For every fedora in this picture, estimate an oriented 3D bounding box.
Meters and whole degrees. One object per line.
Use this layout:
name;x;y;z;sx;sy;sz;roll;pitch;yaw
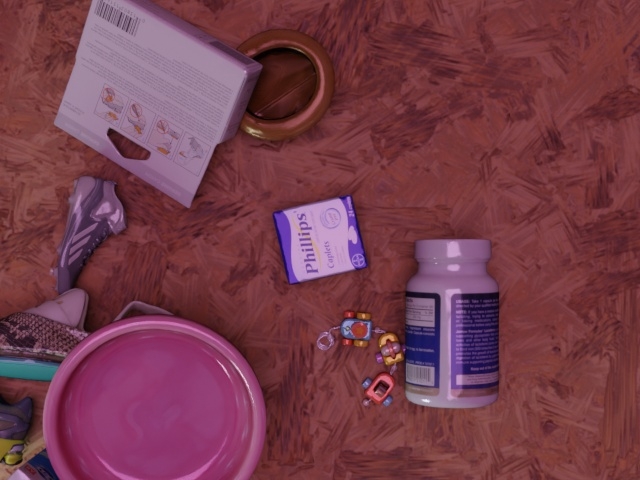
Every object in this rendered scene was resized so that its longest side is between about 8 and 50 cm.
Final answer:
fedora;-0.067;-0.256;1.597;0.194;0.079;0.194;1;94;9

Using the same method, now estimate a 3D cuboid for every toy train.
toy train;0.078;0.196;1.611;0.166;0.046;0.125;44;90;0

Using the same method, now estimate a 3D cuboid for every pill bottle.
pill bottle;0.213;0.130;1.557;0.153;0.153;0.265;1;90;1

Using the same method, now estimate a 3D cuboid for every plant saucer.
plant saucer;-0.249;0.269;1.465;0.332;0.084;0.332;-1;99;-5

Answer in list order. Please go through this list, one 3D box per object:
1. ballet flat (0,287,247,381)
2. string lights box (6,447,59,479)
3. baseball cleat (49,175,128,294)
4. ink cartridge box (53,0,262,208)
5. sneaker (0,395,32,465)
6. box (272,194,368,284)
ballet flat;-0.349;0.180;1.580;0.482;0.164;0.182;15;68;-5
string lights box;-0.413;0.398;1.510;0.133;0.260;0.077;44;90;0
baseball cleat;-0.383;-0.002;1.606;0.109;0.072;0.206;11;94;-6
ink cartridge box;-0.274;-0.240;1.583;0.296;0.066;0.261;32;116;11
sneaker;-0.616;0.265;1.601;0.299;0.111;0.121;24;80;-5
box;0.000;0.000;1.600;0.137;0.072;0.126;-13;89;1
